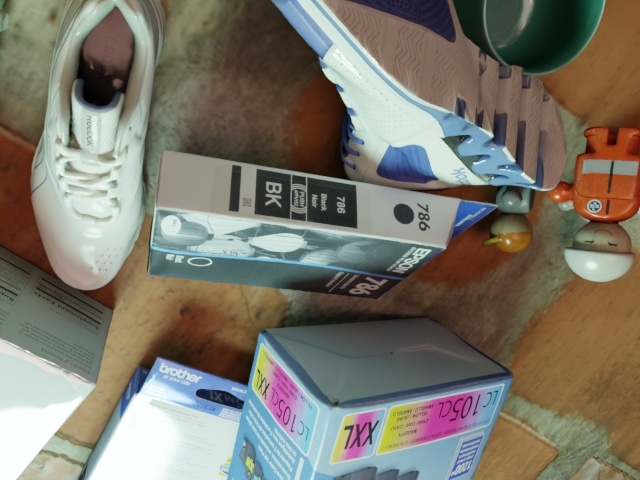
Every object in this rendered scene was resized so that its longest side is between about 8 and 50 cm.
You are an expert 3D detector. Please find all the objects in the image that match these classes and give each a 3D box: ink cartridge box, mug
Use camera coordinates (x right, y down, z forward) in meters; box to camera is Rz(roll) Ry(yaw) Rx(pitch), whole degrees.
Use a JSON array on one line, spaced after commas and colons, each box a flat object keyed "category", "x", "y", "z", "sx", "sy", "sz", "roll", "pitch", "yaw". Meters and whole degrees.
[{"category": "ink cartridge box", "x": 0.000, "y": 0.000, "z": 0.543, "sx": 0.332, "sy": 0.165, "sz": 0.065, "roll": 6, "pitch": 65, "yaw": -17}, {"category": "mug", "x": 0.204, "y": -0.245, "z": 0.530, "sx": 0.129, "sy": 0.097, "sz": 0.158, "roll": 38, "pitch": 97, "yaw": -24}, {"category": "ink cartridge box", "x": -0.184, "y": 0.279, "z": 0.658, "sx": 0.185, "sy": 0.065, "sz": 0.311, "roll": 25, "pitch": 106, "yaw": -23}, {"category": "ink cartridge box", "x": 0.034, "y": 0.303, "z": 0.641, "sx": 0.270, "sy": 0.151, "sz": 0.395, "roll": 2, "pitch": 112, "yaw": -34}]

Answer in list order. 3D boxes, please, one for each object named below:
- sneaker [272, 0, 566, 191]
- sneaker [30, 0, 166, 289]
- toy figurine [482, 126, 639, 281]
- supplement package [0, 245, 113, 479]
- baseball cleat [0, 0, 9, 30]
[{"category": "sneaker", "x": 0.060, "y": -0.119, "z": 0.477, "sx": 0.315, "sy": 0.182, "sz": 0.127, "roll": 29, "pitch": 64, "yaw": -33}, {"category": "sneaker", "x": -0.204, "y": -0.085, "z": 0.469, "sx": 0.111, "sy": 0.129, "sz": 0.297, "roll": 5, "pitch": 111, "yaw": -19}, {"category": "toy figurine", "x": 0.309, "y": -0.031, "z": 0.580, "sx": 0.213, "sy": 0.209, "sz": 0.148, "roll": 3, "pitch": 94, "yaw": -20}, {"category": "supplement package", "x": -0.372, "y": 0.106, "z": 0.492, "sx": 0.262, "sy": 0.145, "sz": 0.204, "roll": 38, "pitch": 98, "yaw": -24}, {"category": "baseball cleat", "x": -0.340, "y": -0.137, "z": 0.444, "sx": 0.109, "sy": 0.072, "sz": 0.206, "roll": 23, "pitch": 100, "yaw": -15}]
